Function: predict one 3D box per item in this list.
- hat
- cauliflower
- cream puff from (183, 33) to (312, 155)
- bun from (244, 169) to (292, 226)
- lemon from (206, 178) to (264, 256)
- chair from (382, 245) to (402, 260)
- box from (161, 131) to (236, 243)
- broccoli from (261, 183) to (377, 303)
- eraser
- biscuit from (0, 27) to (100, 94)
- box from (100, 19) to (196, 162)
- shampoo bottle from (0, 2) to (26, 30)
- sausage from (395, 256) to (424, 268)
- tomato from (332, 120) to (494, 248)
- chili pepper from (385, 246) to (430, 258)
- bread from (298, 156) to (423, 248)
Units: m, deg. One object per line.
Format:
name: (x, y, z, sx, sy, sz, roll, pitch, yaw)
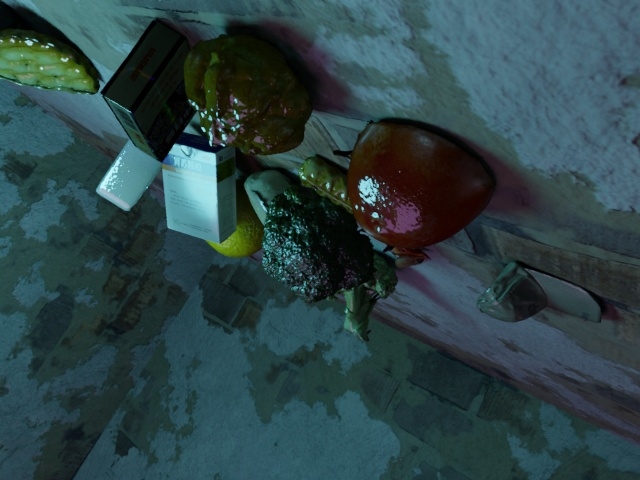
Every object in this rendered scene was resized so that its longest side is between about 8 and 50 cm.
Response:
hat: (0.500, 0.159, 1.256, 0.245, 0.149, 0.214, 36, 174, 36)
cauliflower: (0.112, 0.160, 1.838, 0.260, 0.281, 0.327, 30, 179, 20)
cream puff: (-0.134, -0.262, 0.992, 0.244, 0.196, 0.244, 32, 142, 30)
bun: (-0.124, -0.108, 1.612, 0.239, 0.141, 0.239, 59, 171, 15)
lemon: (-0.292, -0.078, 1.874, 0.293, 0.293, 0.293, 29, 168, 7)
chair: (0.197, 0.017, 1.555, 0.042, 0.037, 0.086, -5, 123, 54)
box: (-0.365, -0.159, 1.640, 0.200, 0.106, 0.299, 16, 123, 20)
broccoli: (0.000, 0.000, 1.456, 0.304, 0.321, 0.283, 0, -156, 11)
eraser: (-0.630, -0.303, 1.930, 0.150, 0.331, 0.331, 37, 167, -22)
biscuit: (-0.832, -0.521, 1.622, 0.329, 0.078, 0.335, -9, 162, 37)
box: (-0.366, -0.320, 1.219, 0.084, 0.198, 0.310, 30, 169, 0)
shampoo bottle: (-0.943, -0.614, 1.668, 0.101, 0.101, 0.284, 32, 168, -5)
sausage: (0.264, 0.061, 1.639, 0.043, 0.043, 0.186, 32, 168, -5)
tomato: (0.160, -0.073, 1.012, 0.309, 0.170, 0.309, 30, 170, 6)
chili pepper: (0.252, 0.029, 1.551, 0.178, 0.027, 0.045, 14, 135, 55)
bread: (0.110, -0.089, 1.313, 0.368, 0.084, 0.077, 32, -152, 0)
